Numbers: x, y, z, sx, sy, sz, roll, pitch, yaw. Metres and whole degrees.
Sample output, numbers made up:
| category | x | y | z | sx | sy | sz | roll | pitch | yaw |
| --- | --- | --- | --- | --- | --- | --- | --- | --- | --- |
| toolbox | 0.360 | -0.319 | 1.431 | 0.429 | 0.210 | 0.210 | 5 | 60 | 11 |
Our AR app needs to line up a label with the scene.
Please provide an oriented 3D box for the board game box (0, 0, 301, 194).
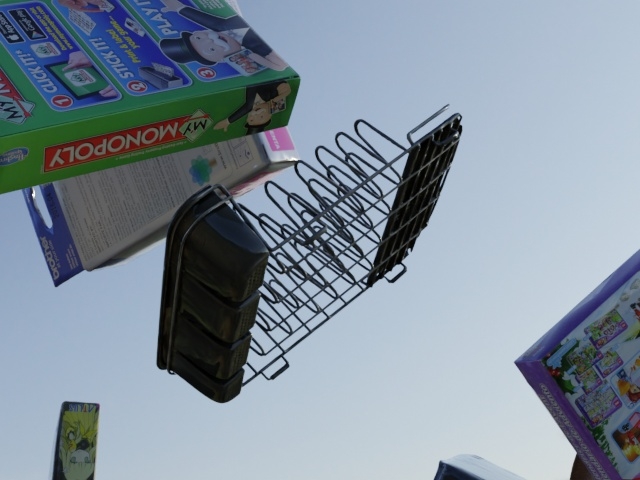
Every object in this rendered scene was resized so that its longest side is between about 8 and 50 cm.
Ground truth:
| category | x | y | z | sx | sy | sz | roll | pitch | yaw |
| --- | --- | --- | --- | --- | --- | --- | --- | --- | --- |
| board game box | -0.189 | -0.166 | 0.702 | 0.213 | 0.317 | 0.046 | -18 | -38 | -33 |

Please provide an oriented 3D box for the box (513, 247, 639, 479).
| category | x | y | z | sx | sy | sz | roll | pitch | yaw |
| --- | --- | --- | --- | --- | --- | --- | --- | --- | --- |
| box | 0.366 | 0.118 | 1.080 | 0.293 | 0.201 | 0.057 | -37 | 5 | -21 |

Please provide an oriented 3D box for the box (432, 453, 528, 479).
| category | x | y | z | sx | sy | sz | roll | pitch | yaw |
| --- | --- | --- | --- | --- | --- | --- | --- | --- | --- |
| box | 0.223 | 0.384 | 0.796 | 0.395 | 0.294 | 0.212 | 24 | -3 | 16 |

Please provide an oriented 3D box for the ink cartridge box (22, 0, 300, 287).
| category | x | y | z | sx | sy | sz | roll | pitch | yaw |
| --- | --- | --- | --- | --- | --- | --- | --- | --- | --- |
| ink cartridge box | -0.176 | -0.093 | 1.002 | 0.311 | 0.186 | 0.065 | -27 | -9 | 32 |

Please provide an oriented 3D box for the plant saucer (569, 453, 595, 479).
| category | x | y | z | sx | sy | sz | roll | pitch | yaw |
| --- | --- | --- | --- | --- | --- | --- | --- | --- | --- |
| plant saucer | 0.401 | 0.310 | 1.366 | 0.198 | 0.199 | 0.036 | 14 | -1 | -42 |

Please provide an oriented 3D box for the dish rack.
| category | x | y | z | sx | sy | sz | roll | pitch | yaw |
| --- | --- | --- | --- | --- | --- | --- | --- | --- | --- |
| dish rack | 0.000 | 0.000 | 0.804 | 0.271 | 0.074 | 0.208 | -36 | -23 | -33 |

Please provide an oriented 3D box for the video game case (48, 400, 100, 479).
| category | x | y | z | sx | sy | sz | roll | pitch | yaw |
| --- | --- | --- | --- | --- | --- | --- | --- | --- | --- |
| video game case | -0.250 | 0.282 | 1.017 | 0.041 | 0.210 | 0.232 | 6 | -21 | -14 |
